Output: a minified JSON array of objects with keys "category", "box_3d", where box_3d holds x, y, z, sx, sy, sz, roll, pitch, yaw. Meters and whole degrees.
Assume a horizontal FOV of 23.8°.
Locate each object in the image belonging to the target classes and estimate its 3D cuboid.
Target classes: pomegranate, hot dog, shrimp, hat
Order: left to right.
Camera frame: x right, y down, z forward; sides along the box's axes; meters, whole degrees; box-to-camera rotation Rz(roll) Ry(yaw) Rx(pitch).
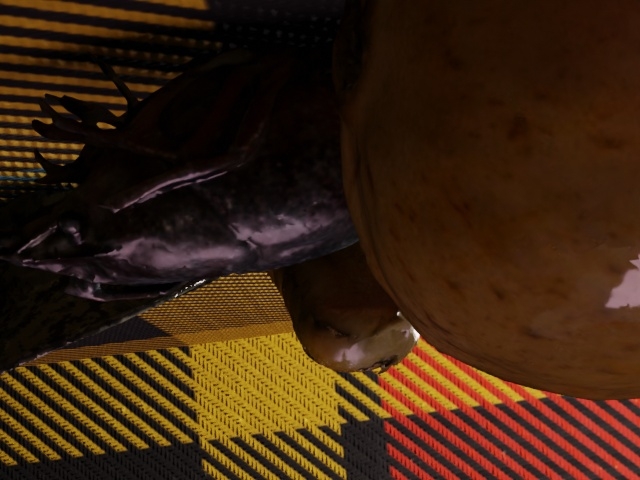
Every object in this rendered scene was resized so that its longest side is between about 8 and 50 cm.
[{"category":"hat","box_3d":[-0.215,0.024,1.233,0.265,0.128,0.265,-19,-179,0]},{"category":"shrimp","box_3d":[-0.062,-0.033,0.888,0.372,0.137,0.172,-9,155,0]},{"category":"hot dog","box_3d":[-0.001,0.000,0.975,0.083,0.068,0.289,-20,-150,-2]},{"category":"pomegranate","box_3d":[0.124,-0.060,0.557,0.260,0.260,0.260,-7,172,-1]}]
